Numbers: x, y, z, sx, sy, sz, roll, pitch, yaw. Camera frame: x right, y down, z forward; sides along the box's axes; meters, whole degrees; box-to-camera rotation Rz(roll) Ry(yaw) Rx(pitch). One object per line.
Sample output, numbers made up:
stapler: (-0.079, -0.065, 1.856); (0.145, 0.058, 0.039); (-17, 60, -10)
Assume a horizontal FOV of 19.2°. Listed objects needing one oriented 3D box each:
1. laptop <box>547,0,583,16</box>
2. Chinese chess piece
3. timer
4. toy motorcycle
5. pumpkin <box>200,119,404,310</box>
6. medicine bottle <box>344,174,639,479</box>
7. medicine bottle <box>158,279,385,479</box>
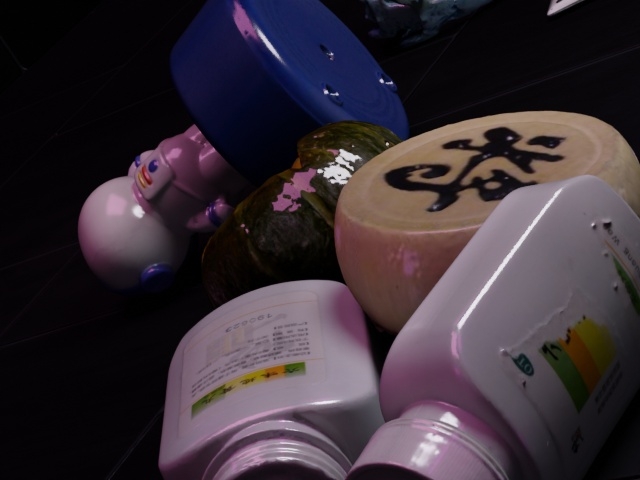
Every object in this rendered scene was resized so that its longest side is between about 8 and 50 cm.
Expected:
laptop: (0.366, -0.357, 2.262); (0.188, 0.015, 0.269); (-25, 20, 25)
Chinese chess piece: (0.139, -0.014, 1.535); (0.257, 0.104, 0.257); (-13, 22, 5)
timer: (-0.121, -0.087, 2.091); (0.383, 0.270, 0.270); (-42, 15, 21)
toy motorcycle: (0.160, -0.361, 2.439); (0.260, 0.154, 0.206); (-30, 42, -2)
pumpkin: (0.003, 0.001, 1.729); (0.238, 0.159, 0.238); (-47, 1, 1)
medicine bottle: (0.131, 0.093, 1.285); (0.111, 0.161, 0.296); (-11, 27, 45)
medicine bottle: (-0.033, 0.147, 1.482); (0.179, 0.124, 0.324); (-19, 18, 4)
